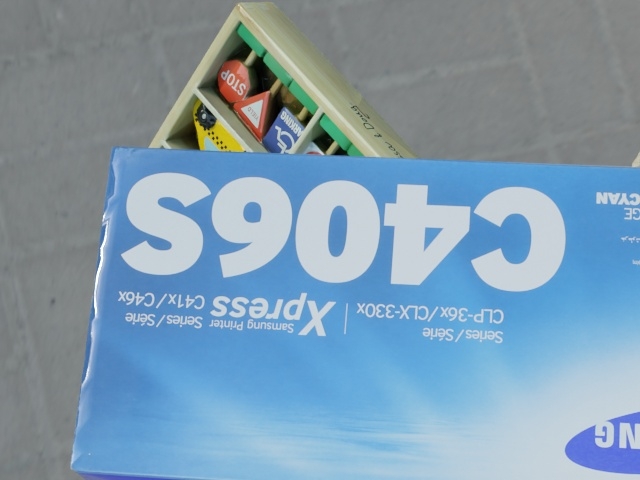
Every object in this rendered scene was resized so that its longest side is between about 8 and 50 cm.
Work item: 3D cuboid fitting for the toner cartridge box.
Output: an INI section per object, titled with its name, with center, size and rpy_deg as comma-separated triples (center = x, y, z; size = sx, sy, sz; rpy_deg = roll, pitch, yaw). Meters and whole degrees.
[toner cartridge box]
center = 0.065, 0.048, 0.788
size = 0.347, 0.075, 0.165
rpy_deg = 2, 73, 6

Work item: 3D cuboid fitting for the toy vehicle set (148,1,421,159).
[toy vehicle set]
center = 0.000, 0.000, 1.017
size = 0.267, 0.166, 0.035
rpy_deg = 48, 34, 22

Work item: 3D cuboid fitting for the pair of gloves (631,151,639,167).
[pair of gloves]
center = 0.357, -0.038, 1.410
size = 0.204, 0.042, 0.240
rpy_deg = -48, 122, -19
